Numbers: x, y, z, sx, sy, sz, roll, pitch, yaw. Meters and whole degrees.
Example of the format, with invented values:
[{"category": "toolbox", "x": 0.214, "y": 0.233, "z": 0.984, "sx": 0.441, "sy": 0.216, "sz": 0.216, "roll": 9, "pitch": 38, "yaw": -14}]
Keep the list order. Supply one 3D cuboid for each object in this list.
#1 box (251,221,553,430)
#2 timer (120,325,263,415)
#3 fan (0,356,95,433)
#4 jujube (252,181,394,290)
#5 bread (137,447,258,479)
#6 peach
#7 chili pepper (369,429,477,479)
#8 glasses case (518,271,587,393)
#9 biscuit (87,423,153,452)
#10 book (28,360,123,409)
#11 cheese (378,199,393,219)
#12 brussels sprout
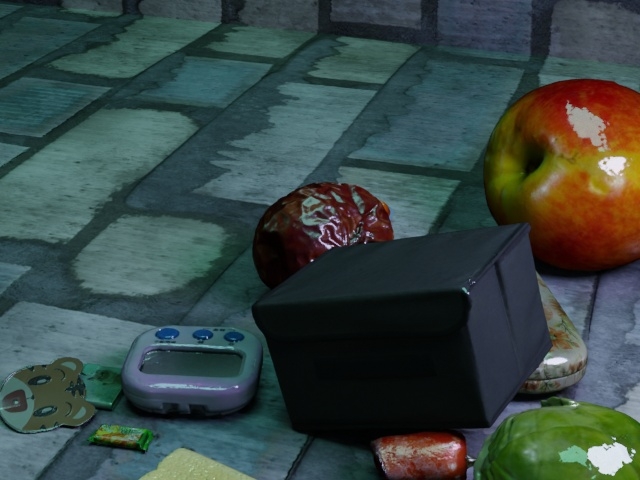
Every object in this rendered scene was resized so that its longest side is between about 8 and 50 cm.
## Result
[{"category": "box", "x": 0.128, "y": 0.125, "z": 1.699, "sx": 0.345, "sy": 0.205, "sz": 0.251, "roll": -6, "pitch": 18, "yaw": 33}, {"category": "timer", "x": -0.195, "y": 0.198, "z": 1.800, "sx": 0.208, "sy": 0.069, "sz": 0.191, "roll": 3, "pitch": 26, "yaw": 3}, {"category": "fan", "x": -0.456, "y": 0.243, "z": 1.748, "sx": 0.226, "sy": 0.008, "sz": 0.152, "roll": -12, "pitch": 40, "yaw": -13}, {"category": "jujube", "x": 0.000, "y": 0.000, "z": 2.053, "sx": 0.232, "sy": 0.213, "sz": 0.213, "roll": -12, "pitch": 28, "yaw": -40}, {"category": "bread", "x": -0.144, "y": 0.345, "z": 1.498, "sx": 0.188, "sy": 0.068, "sz": 0.125, "roll": 17, "pitch": 30, "yaw": 28}, {"category": "peach", "x": 0.504, "y": -0.117, "z": 2.168, "sx": 0.388, "sy": 0.388, "sz": 0.388, "roll": 1, "pitch": 26, "yaw": 0}, {"category": "chili pepper", "x": 0.164, "y": 0.298, "z": 1.589, "sx": 0.192, "sy": 0.084, "sz": 0.086, "roll": -4, "pitch": 42, "yaw": 1}, {"category": "glasses case", "x": 0.312, "y": 0.117, "z": 1.947, "sx": 0.156, "sy": 0.098, "sz": 0.425, "roll": -4, "pitch": 27, "yaw": -8}, {"category": "biscuit", "x": -0.286, "y": 0.282, "z": 1.684, "sx": 0.089, "sy": 0.016, "sz": 0.046, "roll": 6, "pitch": 26, "yaw": 10}, {"category": "book", "x": -0.367, "y": 0.220, "z": 1.809, "sx": 0.135, "sy": 0.017, "sz": 0.103, "roll": 6, "pitch": 27, "yaw": 10}, {"category": "cheese", "x": 0.091, "y": -0.032, "z": 2.322, "sx": 0.106, "sy": 0.037, "sz": 0.256, "roll": 1, "pitch": 25, "yaw": 3}, {"category": "brussels sprout", "x": 0.315, "y": 0.299, "z": 1.460, "sx": 0.244, "sy": 0.244, "sz": 0.244, "roll": 1, "pitch": 26, "yaw": 0}]
